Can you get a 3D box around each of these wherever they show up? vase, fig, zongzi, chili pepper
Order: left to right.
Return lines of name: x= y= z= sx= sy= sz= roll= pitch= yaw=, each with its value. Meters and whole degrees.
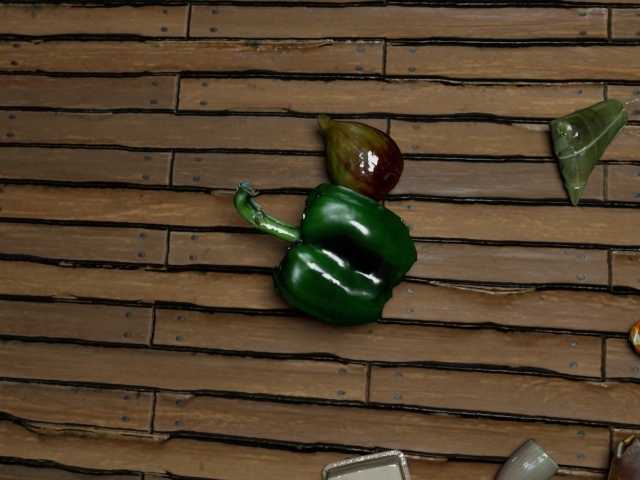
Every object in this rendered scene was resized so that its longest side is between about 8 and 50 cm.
chili pepper: x=0.000 y=0.000 z=0.848 sx=0.260 sy=0.165 sz=0.174 roll=28 pitch=104 yaw=6
fig: x=0.048 y=-0.126 z=0.890 sx=0.154 sy=0.103 sz=0.109 roll=39 pitch=65 yaw=2
vase: x=0.270 y=0.322 z=0.829 sx=0.100 sy=0.053 sz=0.053 roll=-42 pitch=80 yaw=3
zongzi: x=0.415 y=-0.136 z=0.890 sx=0.154 sy=0.062 sz=0.131 roll=-22 pitch=101 yaw=-13

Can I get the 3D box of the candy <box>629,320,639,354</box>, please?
candy: x=0.469 y=0.075 z=0.853 sx=0.055 sy=0.049 sz=0.185 roll=20 pitch=74 yaw=-22

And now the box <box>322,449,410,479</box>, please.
box: x=0.067 y=0.348 z=0.842 sx=0.122 sy=0.062 sz=0.089 roll=-14 pitch=81 yaw=3

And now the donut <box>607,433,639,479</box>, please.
donut: x=0.481 y=0.333 z=0.738 sx=0.230 sy=0.096 sz=0.216 roll=-29 pitch=50 yaw=27
